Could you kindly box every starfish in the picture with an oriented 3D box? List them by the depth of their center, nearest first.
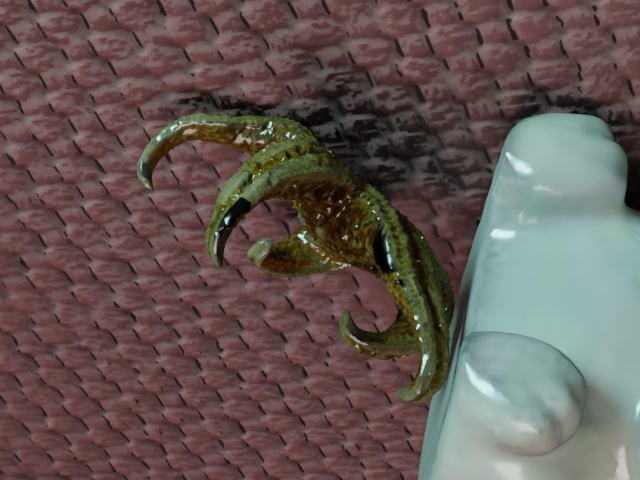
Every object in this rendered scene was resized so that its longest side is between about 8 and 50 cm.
[{"bbox_3d":[0.000,0.001,0.914,0.074,0.190,0.146,-48,130,0],"label":"starfish"}]

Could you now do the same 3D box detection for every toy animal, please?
[{"bbox_3d":[0.230,0.083,0.928,0.367,0.196,0.241,6,149,10],"label":"toy animal"}]
